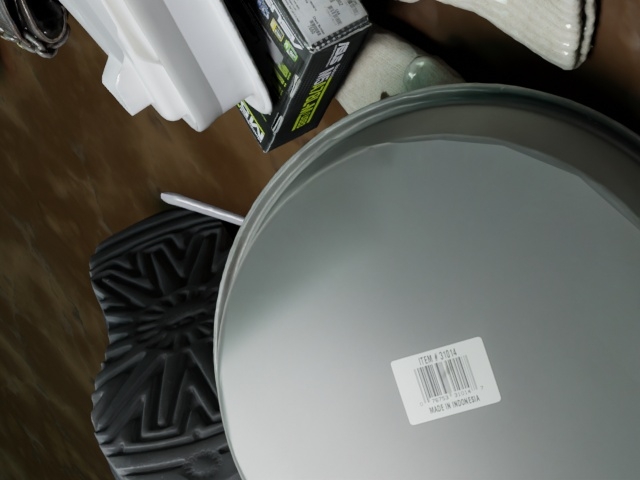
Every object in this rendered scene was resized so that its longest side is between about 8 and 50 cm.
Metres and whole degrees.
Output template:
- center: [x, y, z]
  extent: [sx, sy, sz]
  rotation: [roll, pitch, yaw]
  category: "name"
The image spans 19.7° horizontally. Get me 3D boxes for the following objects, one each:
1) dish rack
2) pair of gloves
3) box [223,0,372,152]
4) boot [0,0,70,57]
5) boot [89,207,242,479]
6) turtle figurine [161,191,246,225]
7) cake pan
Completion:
- center: [-0.169, -0.209, 1.008]
  extent: [0.333, 0.072, 0.285]
  rotation: [46, 170, 36]
  category: "dish rack"
- center: [0.047, -0.118, 0.981]
  extent: [0.204, 0.042, 0.240]
  rotation: [43, 153, 21]
  category: "pair of gloves"
- center: [-0.050, -0.160, 1.029]
  extent: [0.190, 0.045, 0.184]
  rotation: [59, 167, 8]
  category: "box"
- center: [-0.262, -0.178, 1.377]
  extent: [0.229, 0.091, 0.263]
  rotation: [28, 143, 43]
  category: "boot"
- center: [-0.025, 0.238, 1.346]
  extent: [0.367, 0.146, 0.445]
  rotation: [-106, -3, -62]
  category: "boot"
- center: [0.068, 0.108, 1.015]
  extent: [0.266, 0.198, 0.275]
  rotation: [3, 163, 40]
  category: "turtle figurine"
- center: [0.073, 0.069, 0.924]
  extent: [0.293, 0.054, 0.293]
  rotation: [3, 99, 19]
  category: "cake pan"
